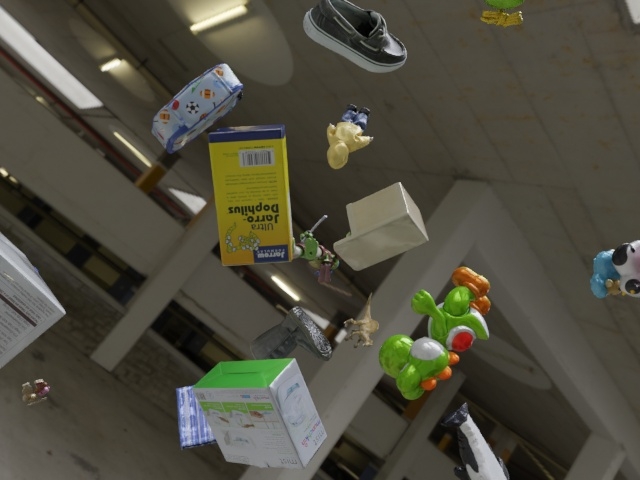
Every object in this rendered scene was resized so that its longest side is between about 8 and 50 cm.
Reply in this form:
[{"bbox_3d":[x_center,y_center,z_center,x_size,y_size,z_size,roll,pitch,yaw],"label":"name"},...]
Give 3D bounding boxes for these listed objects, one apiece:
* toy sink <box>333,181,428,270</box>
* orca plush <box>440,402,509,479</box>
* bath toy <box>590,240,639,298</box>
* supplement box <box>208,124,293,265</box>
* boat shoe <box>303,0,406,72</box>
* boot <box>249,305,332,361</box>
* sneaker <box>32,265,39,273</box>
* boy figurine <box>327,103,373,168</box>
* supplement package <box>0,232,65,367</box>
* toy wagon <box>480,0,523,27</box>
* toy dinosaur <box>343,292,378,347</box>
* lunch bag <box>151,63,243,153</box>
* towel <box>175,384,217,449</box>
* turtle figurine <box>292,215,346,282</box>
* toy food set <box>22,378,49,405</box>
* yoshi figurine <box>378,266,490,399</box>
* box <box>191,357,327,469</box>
[{"bbox_3d":[0.160,-0.038,1.540,0.153,0.234,0.131,43,29,-45],"label":"toy sink"},{"bbox_3d":[0.337,0.520,1.229,0.102,0.151,0.287,-27,-77,31],"label":"orca plush"},{"bbox_3d":[0.859,0.068,1.397,0.151,0.129,0.348,57,-23,4],"label":"bath toy"},{"bbox_3d":[-0.184,-0.131,1.504,0.194,0.195,0.357,-98,-175,-75],"label":"supplement box"},{"bbox_3d":[0.118,-0.538,1.427,0.335,0.121,0.119,5,-21,-36],"label":"boat shoe"},{"bbox_3d":[-0.087,0.308,1.524,0.190,0.208,0.076,53,22,19],"label":"boot"},{"bbox_3d":[-0.786,0.150,1.224,0.130,0.330,0.147,67,-10,-12],"label":"sneaker"},{"bbox_3d":[0.105,-0.384,2.033,0.177,0.285,0.092,16,-32,10],"label":"boy figurine"},{"bbox_3d":[-0.462,0.070,0.564,0.199,0.262,0.198,26,-27,46],"label":"supplement package"},{"bbox_3d":[0.312,-0.525,0.872,0.267,0.345,0.068,7,18,7],"label":"toy wagon"},{"bbox_3d":[0.114,0.232,1.468,0.092,0.183,0.053,-20,-55,21],"label":"toy dinosaur"},{"bbox_3d":[-0.370,-0.398,1.660,0.115,0.303,0.243,51,-18,-6],"label":"lunch bag"},{"bbox_3d":[-0.339,0.596,1.939,0.243,0.335,0.040,-110,-164,-45],"label":"towel"},{"bbox_3d":[0.000,0.000,1.897,0.198,0.275,0.266,40,14,26],"label":"turtle figurine"},{"bbox_3d":[-0.862,0.453,1.647,0.019,0.078,0.122,50,-45,28],"label":"toy food set"},{"bbox_3d":[0.279,0.236,1.405,0.203,0.362,0.203,44,-25,-1],"label":"yoshi figurine"},{"bbox_3d":[-0.152,0.425,1.338,0.262,0.127,0.231,-13,-74,35],"label":"box"}]
